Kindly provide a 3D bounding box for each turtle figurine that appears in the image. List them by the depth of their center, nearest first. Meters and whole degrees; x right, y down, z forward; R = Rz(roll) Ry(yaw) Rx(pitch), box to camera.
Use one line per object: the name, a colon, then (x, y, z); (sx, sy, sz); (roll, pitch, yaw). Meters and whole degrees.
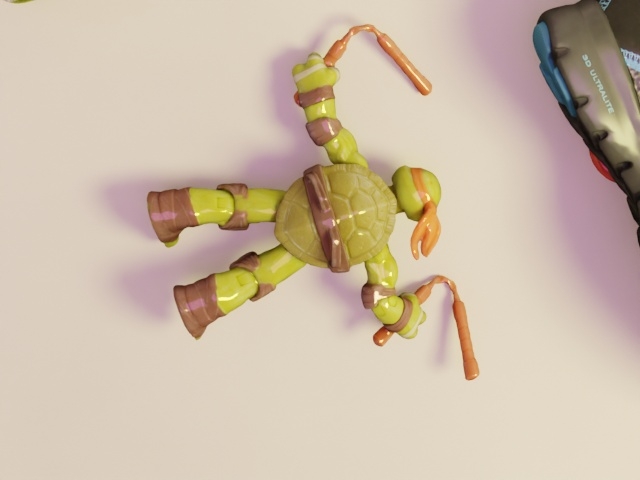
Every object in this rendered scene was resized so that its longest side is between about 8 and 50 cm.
turtle figurine: (0.000, 0.000, 1.205); (0.217, 0.087, 0.269); (-18, 101, 3)

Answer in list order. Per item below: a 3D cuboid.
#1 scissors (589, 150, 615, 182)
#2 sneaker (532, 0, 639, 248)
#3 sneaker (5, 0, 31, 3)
scissors: (0.344, -0.077, 1.231); (0.297, 0.021, 0.109); (7, 101, -4)
sneaker: (0.277, -0.028, 1.167); (0.140, 0.125, 0.340); (-27, 103, 4)
sneaker: (-0.131, -0.252, 1.153); (0.240, 0.091, 0.126); (-19, 100, 4)
